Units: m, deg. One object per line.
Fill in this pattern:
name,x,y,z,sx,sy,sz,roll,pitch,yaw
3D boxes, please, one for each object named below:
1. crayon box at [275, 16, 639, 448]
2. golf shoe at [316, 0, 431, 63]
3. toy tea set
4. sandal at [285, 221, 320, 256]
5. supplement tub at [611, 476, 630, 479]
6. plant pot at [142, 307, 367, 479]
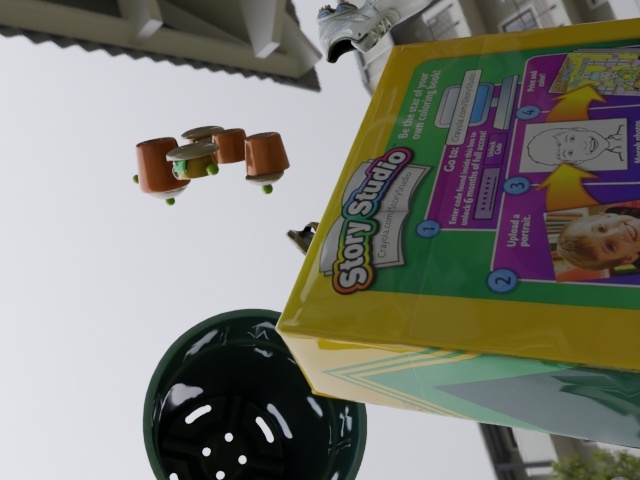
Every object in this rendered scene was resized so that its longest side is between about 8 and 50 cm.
crayon box,0.173,-0.035,0.466,0.106,0.312,0.363,64,-142,-43
golf shoe,0.076,-0.289,0.763,0.069,0.176,0.086,26,-121,-50
toy tea set,-0.194,-0.121,1.005,0.199,0.336,0.125,-22,-66,-32
sandal,0.000,0.000,0.838,0.072,0.049,0.180,42,-168,13
supplement tub,0.517,0.438,0.914,0.070,0.107,0.071,-3,-80,-20
plant pot,-0.140,0.341,0.980,0.340,0.334,0.342,10,-124,-16
